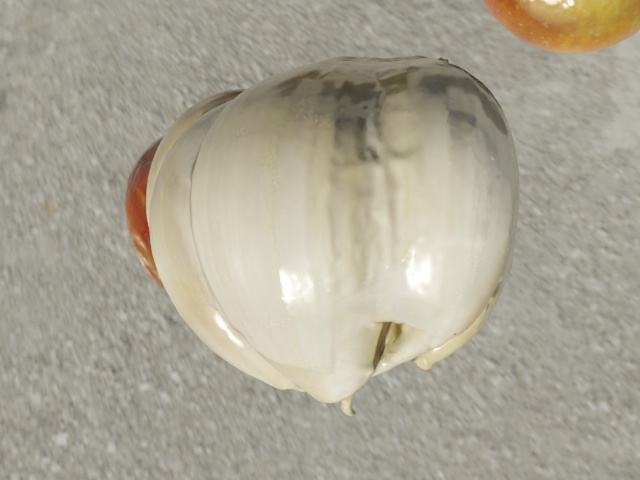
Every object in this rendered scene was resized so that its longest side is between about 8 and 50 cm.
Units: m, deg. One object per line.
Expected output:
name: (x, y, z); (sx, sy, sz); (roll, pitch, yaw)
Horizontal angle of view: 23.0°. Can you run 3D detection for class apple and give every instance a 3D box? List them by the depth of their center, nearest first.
apple: (0.241, -0.286, 1.409); (0.235, 0.173, 0.210); (-37, 89, 10)

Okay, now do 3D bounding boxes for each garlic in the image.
garlic: (-0.007, -0.001, 0.894); (0.185, 0.281, 0.203); (5, 81, -48)

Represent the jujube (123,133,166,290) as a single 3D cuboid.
jujube: (-0.049, -0.037, 1.431); (0.255, 0.190, 0.190); (-9, 112, 8)
